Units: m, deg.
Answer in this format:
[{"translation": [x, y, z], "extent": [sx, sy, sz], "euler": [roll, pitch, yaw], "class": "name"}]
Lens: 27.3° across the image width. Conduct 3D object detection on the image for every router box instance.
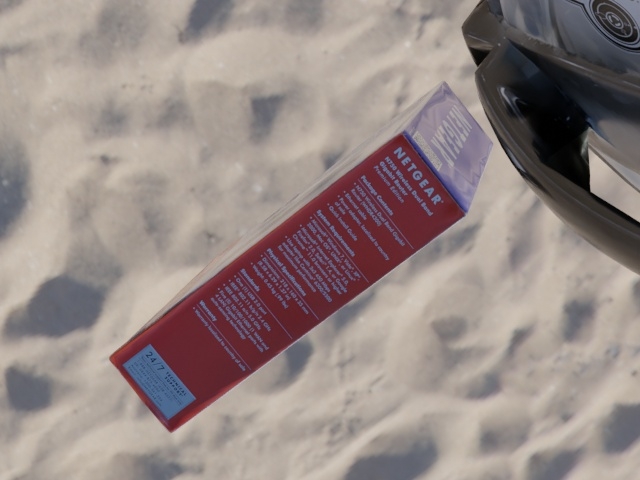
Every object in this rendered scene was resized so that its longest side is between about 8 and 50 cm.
[{"translation": [0.000, 0.000, 1.151], "extent": [0.301, 0.335, 0.082], "euler": [-37, 94, 16], "class": "router box"}]

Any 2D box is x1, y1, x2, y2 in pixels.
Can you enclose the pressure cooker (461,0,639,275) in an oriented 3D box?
[{"translation": [0.292, -0.141, 0.646], "extent": [0.375, 0.370, 0.420], "euler": [39, 81, -2], "class": "pressure cooker"}]
